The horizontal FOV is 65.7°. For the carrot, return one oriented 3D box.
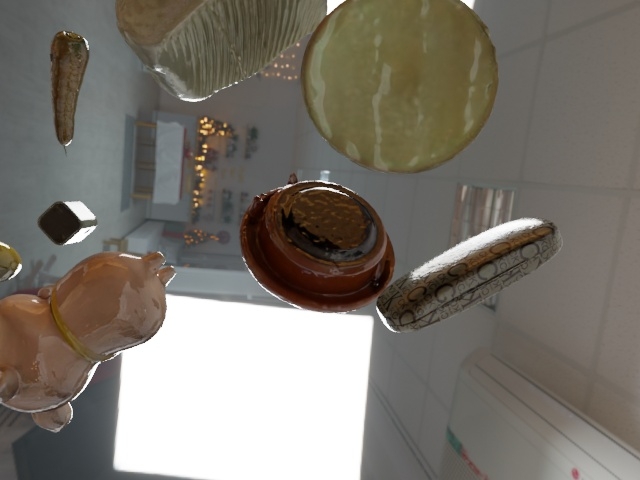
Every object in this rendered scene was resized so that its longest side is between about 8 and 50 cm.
[{"bbox_3d":[-0.577,-0.321,1.123,0.078,0.078,0.298,-100,-152,-52],"label":"carrot"}]

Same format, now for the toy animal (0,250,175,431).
[{"bbox_3d":[-0.292,0.103,0.617,0.149,0.248,0.165,33,-20,34],"label":"toy animal"}]

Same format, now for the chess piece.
[{"bbox_3d":[0.091,-0.231,0.786,0.442,0.234,0.233,-95,-168,-77],"label":"chess piece"}]

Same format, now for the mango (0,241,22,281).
[{"bbox_3d":[-0.772,0.047,1.169,0.161,0.103,0.076,111,-40,-60],"label":"mango"}]

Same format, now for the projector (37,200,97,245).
[{"bbox_3d":[-0.582,-0.042,1.144,0.083,0.083,0.082,-40,-175,3],"label":"projector"}]

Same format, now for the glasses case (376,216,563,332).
[{"bbox_3d":[0.267,0.059,0.904,0.085,0.355,0.137,62,-3,-14],"label":"glasses case"}]

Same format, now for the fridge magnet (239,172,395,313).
[{"bbox_3d":[0.000,0.000,1.113,0.155,0.364,0.363,113,-21,-45],"label":"fridge magnet"}]

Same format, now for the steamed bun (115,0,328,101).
[{"bbox_3d":[-0.185,-0.456,0.919,0.236,0.384,0.247,57,-5,12],"label":"steamed bun"}]
